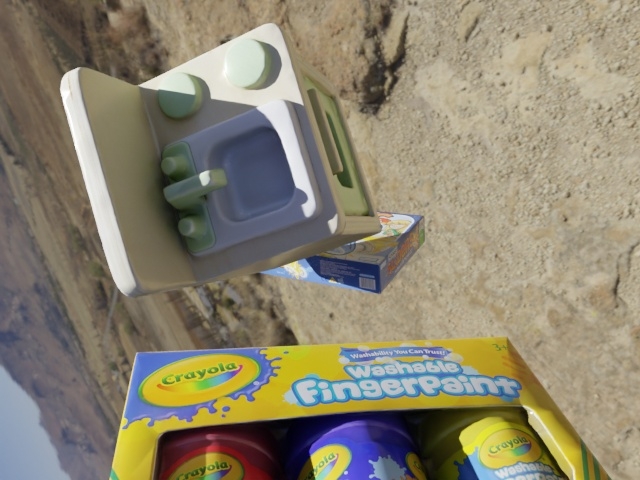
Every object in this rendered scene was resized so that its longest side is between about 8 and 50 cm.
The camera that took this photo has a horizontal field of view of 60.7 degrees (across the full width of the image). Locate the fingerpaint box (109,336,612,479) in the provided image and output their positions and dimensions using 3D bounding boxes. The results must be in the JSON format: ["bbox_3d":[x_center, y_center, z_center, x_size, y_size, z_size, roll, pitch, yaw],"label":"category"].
[{"bbox_3d":[0.039,0.265,0.506,0.371,0.446,0.163,-108,20,-61],"label":"fingerpaint box"}]

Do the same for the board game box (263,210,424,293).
[{"bbox_3d":[0.000,0.000,0.618,0.202,0.136,0.035,8,116,27],"label":"board game box"}]

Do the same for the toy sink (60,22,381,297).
[{"bbox_3d":[-0.048,-0.058,0.422,0.131,0.234,0.152,-19,85,18],"label":"toy sink"}]
